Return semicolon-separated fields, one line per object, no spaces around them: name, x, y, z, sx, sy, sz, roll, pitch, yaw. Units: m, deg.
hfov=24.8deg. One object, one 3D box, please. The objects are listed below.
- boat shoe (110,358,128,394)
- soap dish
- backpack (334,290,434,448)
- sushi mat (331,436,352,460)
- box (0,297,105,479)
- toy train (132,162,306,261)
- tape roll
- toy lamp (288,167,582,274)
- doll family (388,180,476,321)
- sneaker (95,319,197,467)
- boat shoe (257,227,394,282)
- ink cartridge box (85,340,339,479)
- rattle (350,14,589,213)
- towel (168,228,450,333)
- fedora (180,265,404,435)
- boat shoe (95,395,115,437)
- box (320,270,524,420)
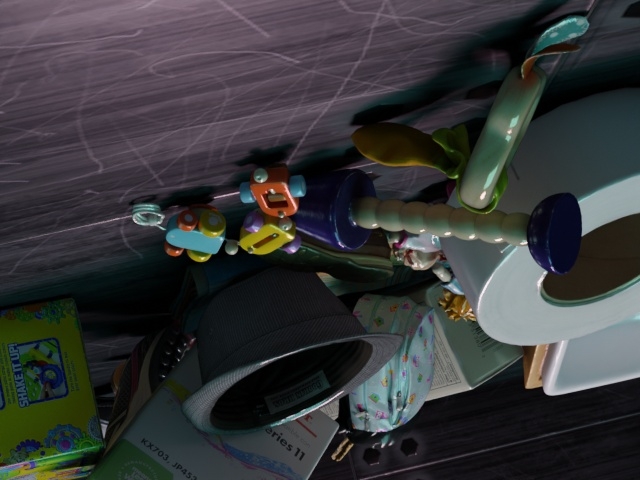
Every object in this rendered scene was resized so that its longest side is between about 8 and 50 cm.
boat shoe;-0.210;0.197;2.111;0.207;0.073;0.073;-7;164;-29
soap dish;0.375;0.059;1.838;0.229;0.118;0.291;-11;140;-13
backpack;0.082;0.151;1.816;0.115;0.182;0.152;5;-151;13
sushi mat;0.131;0.206;2.229;0.316;0.019;0.151;-46;172;-30
box;-0.411;0.204;1.683;0.279;0.177;0.290;-11;168;-16
toy train;-0.081;-0.032;1.325;0.166;0.046;0.125;-8;145;20
tape roll;0.260;-0.018;1.408;0.286;0.100;0.286;-17;149;-11
toy lamp;0.092;-0.021;1.296;0.275;0.080;0.080;5;179;32
doll family;0.205;0.022;1.597;0.263;0.118;0.163;-5;147;-30
sneaker;-0.219;0.240;1.847;0.112;0.299;0.121;-21;127;42
boat shoe;0.001;0.000;1.513;0.178;0.060;0.064;13;156;-37
ink cartridge box;-0.121;0.248;1.721;0.119;0.207;0.353;-50;-177;43
rattle;0.118;-0.123;1.163;0.130;0.143;0.199;-43;162;-23
towel;0.013;0.035;1.727;0.370;0.040;0.271;-11;168;-13
fedora;-0.046;0.109;1.590;0.244;0.124;0.275;-12;157;-23
boat shoe;-0.260;0.262;2.271;0.306;0.105;0.113;7;-171;24
box;0.108;0.145;1.978;0.121;0.148;0.311;-26;-177;-40
